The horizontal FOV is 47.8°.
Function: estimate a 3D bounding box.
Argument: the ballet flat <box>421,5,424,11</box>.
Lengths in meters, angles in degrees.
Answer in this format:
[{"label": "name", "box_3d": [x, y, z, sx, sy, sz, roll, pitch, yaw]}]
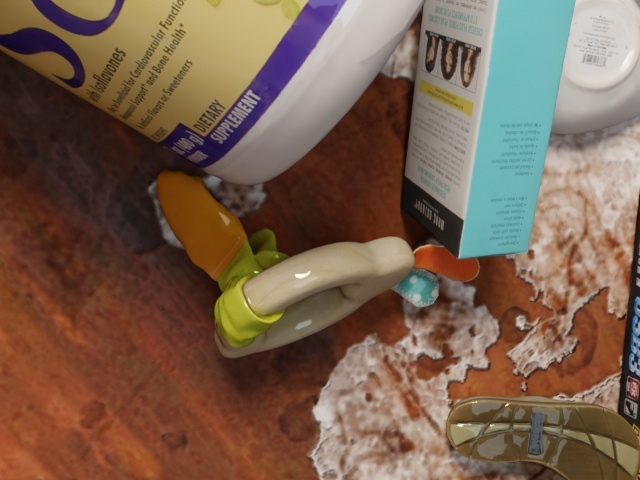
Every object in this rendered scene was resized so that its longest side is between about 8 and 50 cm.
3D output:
[{"label": "ballet flat", "box_3d": [0.112, -0.284, 0.534, 0.084, 0.058, 0.249, 1, 105, -35]}]

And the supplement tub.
[{"label": "supplement tub", "box_3d": [-0.114, -0.206, 0.371, 0.331, 0.241, 0.241, 30, 89, -20]}]

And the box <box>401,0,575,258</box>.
[{"label": "box", "box_3d": [0.115, -0.118, 0.502, 0.060, 0.100, 0.244, -5, 115, -18]}]

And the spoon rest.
[{"label": "spoon rest", "box_3d": [0.270, -0.142, 0.600, 0.277, 0.084, 0.137, 12, 94, -6]}]

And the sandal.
[{"label": "sandal", "box_3d": [0.195, 0.170, 0.636, 0.180, 0.049, 0.072, 11, 90, -4]}]

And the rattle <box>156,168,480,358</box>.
[{"label": "rattle", "box_3d": [0.000, 0.000, 0.542, 0.200, 0.142, 0.130, -22, 143, -18]}]

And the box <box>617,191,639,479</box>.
[{"label": "box", "box_3d": [0.428, 0.094, 0.683, 0.296, 0.073, 0.293, 0, 98, -17]}]
